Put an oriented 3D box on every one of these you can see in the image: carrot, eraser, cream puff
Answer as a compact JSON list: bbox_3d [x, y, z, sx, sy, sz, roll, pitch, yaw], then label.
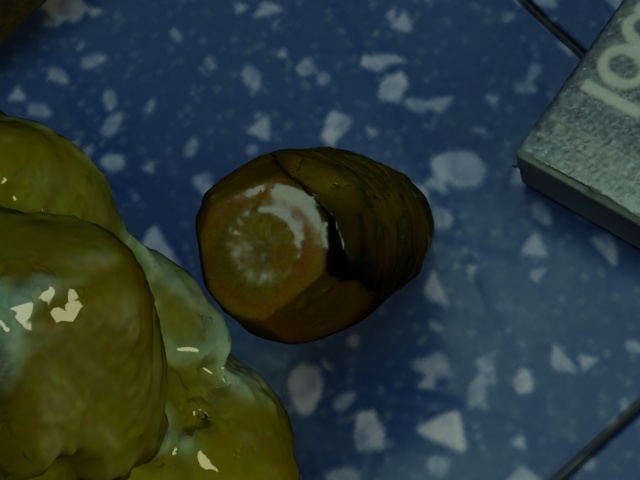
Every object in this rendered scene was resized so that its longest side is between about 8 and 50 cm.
[{"bbox_3d":[0.000,0.000,0.677,0.082,0.173,0.082,0,90,15],"label":"carrot"},{"bbox_3d":[0.185,-0.093,0.731,0.092,0.046,0.212,32,78,20],"label":"eraser"},{"bbox_3d":[-0.181,0.117,0.557,0.378,0.378,0.275,5,49,13],"label":"cream puff"}]

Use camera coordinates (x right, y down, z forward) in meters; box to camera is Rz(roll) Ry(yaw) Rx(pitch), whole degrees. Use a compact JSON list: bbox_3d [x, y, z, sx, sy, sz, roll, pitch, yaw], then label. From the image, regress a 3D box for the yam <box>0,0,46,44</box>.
[{"bbox_3d":[-0.144,-0.160,0.807,0.317,0.071,0.067,-43,24,-9],"label":"yam"}]
